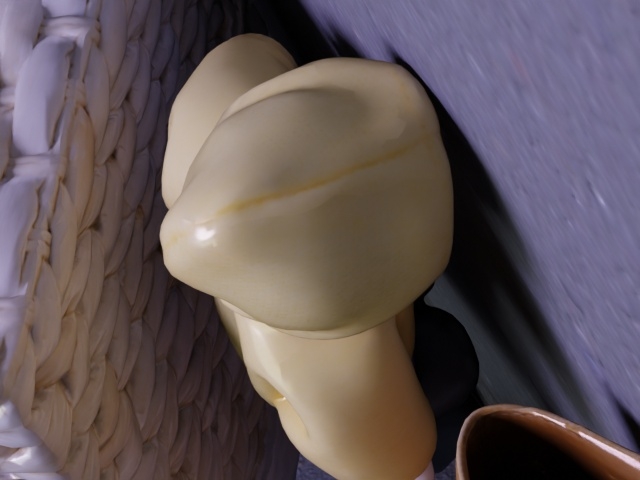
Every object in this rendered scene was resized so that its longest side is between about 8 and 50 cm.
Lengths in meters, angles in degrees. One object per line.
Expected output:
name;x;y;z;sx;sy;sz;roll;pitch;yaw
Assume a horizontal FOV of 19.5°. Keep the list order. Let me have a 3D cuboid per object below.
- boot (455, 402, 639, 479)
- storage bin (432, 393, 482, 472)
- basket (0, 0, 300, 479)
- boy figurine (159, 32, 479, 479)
boot;0.081;0.125;0.625;0.295;0.104;0.211;40;160;53
storage bin;0.046;0.087;1.200;0.091;0.098;0.135;13;-145;-51
basket;-0.193;0.018;0.812;0.266;0.328;0.331;63;-152;-51
boy figurine;0.000;0.000;0.648;0.285;0.092;0.177;72;178;-75
